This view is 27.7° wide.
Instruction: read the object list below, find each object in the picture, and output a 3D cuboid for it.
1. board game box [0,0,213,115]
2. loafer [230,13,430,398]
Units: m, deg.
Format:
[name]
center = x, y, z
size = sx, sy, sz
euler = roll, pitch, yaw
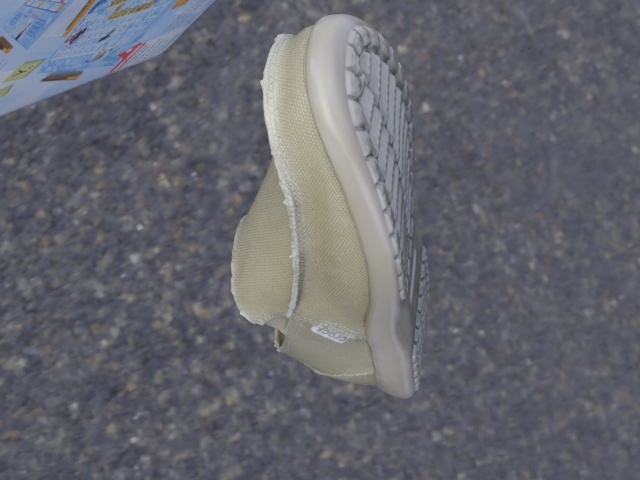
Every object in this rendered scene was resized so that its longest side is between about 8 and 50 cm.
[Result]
[board game box]
center = -0.134, -0.163, 0.716
size = 0.318, 0.319, 0.066
euler = -32, 88, -46
[loafer]
center = 0.000, 0.000, 0.625
size = 0.268, 0.092, 0.101
euler = 77, 16, -54
